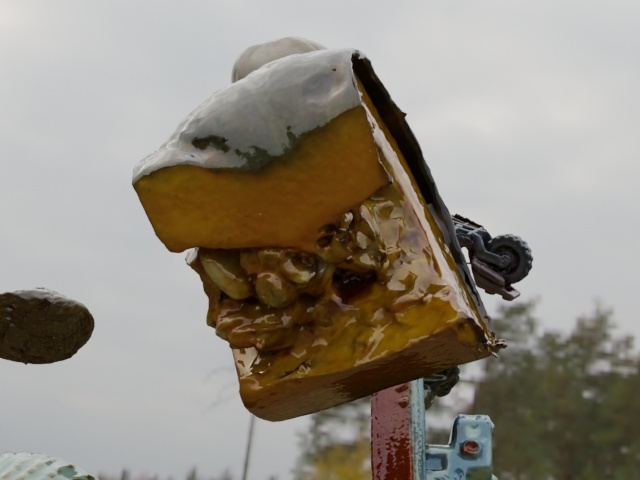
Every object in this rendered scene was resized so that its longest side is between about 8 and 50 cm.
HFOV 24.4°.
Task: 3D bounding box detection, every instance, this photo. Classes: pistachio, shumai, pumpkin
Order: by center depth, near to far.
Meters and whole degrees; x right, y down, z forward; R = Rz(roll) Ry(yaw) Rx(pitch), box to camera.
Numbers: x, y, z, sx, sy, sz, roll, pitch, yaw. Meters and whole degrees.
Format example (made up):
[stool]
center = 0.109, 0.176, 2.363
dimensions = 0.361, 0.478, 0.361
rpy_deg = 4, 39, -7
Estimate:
[pumpkin]
center = 0.000, 0.000, 1.218
dimensions = 0.225, 0.303, 0.256
rpy_deg = -21, 12, 6
[pistachio]
center = -0.010, -0.133, 1.554
dimensions = 0.226, 0.136, 0.136
rpy_deg = 49, 12, 35
[shumai]
center = -0.366, 0.093, 1.875
dimensions = 0.139, 0.105, 0.123
rpy_deg = -16, -46, -18

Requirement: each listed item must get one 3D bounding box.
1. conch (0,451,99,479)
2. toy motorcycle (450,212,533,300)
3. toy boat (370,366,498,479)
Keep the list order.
[conch]
center = -0.175, 0.195, 0.901
dimensions = 0.131, 0.200, 0.172
rpy_deg = -16, -31, -11
[toy motorcycle]
center = 0.172, 0.025, 1.935
dimensions = 0.212, 0.118, 0.084
rpy_deg = 19, 17, 25
[toy boat]
center = 0.119, 0.172, 1.599
dimensions = 0.133, 0.332, 0.145
rpy_deg = -2, -36, 3
